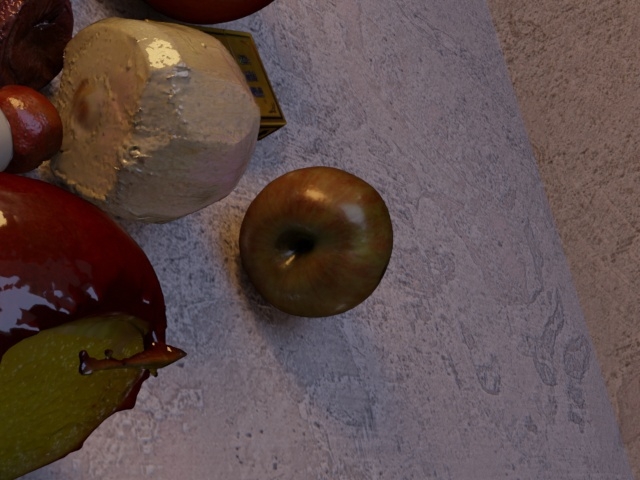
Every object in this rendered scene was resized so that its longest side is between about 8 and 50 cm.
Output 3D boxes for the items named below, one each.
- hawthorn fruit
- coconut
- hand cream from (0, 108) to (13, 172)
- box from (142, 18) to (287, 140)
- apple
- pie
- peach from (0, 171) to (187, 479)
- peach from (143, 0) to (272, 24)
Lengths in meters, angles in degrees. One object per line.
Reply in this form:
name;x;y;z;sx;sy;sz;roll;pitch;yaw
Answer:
hawthorn fruit;-0.405;-0.150;1.399;0.128;0.128;0.128;36;41;-39
coconut;-0.231;-0.174;1.506;0.254;0.297;0.297;11;60;-50
hand cream;-0.517;-0.078;1.205;0.358;0.118;0.186;-36;101;-51
box;-0.201;-0.272;1.825;0.301;0.084;0.193;-10;77;-58
apple;0.000;0.000;1.777;0.264;0.264;0.264;36;41;-39
pie;-0.408;-0.284;1.459;0.049;0.182;0.182;25;28;16
peach;-0.363;0.081;1.090;0.405;0.335;0.310;-8;57;-51
peach;-0.169;-0.549;1.763;0.388;0.388;0.388;36;41;-39
